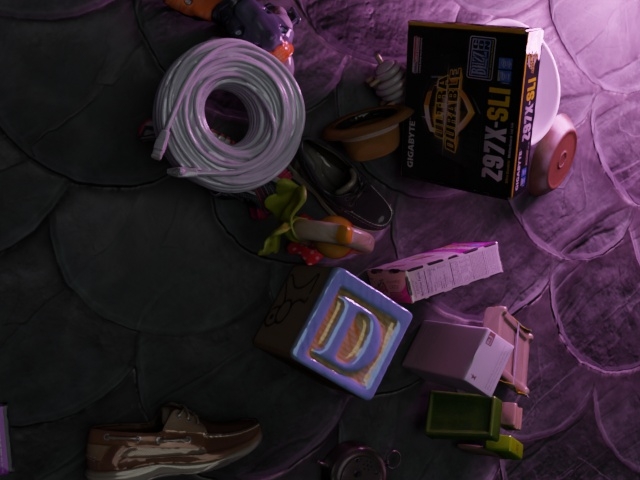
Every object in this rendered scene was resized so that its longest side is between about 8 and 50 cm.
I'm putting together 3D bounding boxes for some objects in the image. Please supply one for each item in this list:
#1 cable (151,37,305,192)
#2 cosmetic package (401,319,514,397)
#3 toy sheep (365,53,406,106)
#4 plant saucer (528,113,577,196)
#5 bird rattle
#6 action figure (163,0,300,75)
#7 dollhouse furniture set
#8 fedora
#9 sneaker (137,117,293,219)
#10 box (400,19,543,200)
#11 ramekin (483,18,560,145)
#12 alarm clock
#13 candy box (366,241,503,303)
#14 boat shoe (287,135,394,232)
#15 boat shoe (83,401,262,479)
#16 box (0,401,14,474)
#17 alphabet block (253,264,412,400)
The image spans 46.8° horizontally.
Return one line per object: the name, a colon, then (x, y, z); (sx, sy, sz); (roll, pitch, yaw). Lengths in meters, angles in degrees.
cable: (-0.155, -0.208, 1.257); (0.257, 0.089, 0.257); (13, 83, -27)
cosmetic package: (0.276, 0.237, 1.512); (0.085, 0.231, 0.117); (34, 76, -21)
toy sheep: (0.148, -0.330, 1.539); (0.091, 0.091, 0.132); (-48, 122, -18)
plant saucer: (0.540, -0.190, 1.693); (0.198, 0.036, 0.199); (-33, 135, -40)
bird rattle: (0.000, 0.000, 1.368); (0.253, 0.206, 0.143); (38, 66, -58)
action figure: (-0.184, -0.379, 1.332); (0.330, 0.178, 0.341); (44, 74, -15)
dollhouse furniture set: (0.358, 0.311, 1.639); (0.197, 0.151, 0.302); (40, 54, -45)
fedora: (0.099, -0.209, 1.469); (0.194, 0.194, 0.079); (-25, 112, -24)
sneaker: (-0.194, -0.138, 1.355); (0.299, 0.121, 0.112); (25, 86, -21)
box: (0.289, -0.262, 1.458); (0.079, 0.257, 0.322); (-26, 124, -48)
ramekin: (0.375, -0.330, 1.619); (0.277, 0.135, 0.278); (0, 90, -26)
alarm clock: (0.088, 0.476, 1.517); (0.192, 0.064, 0.130); (-13, 95, -28)
candy box: (0.236, 0.064, 1.536); (0.233, 0.159, 0.071); (-15, 95, -24)
boat shoe: (0.042, -0.110, 1.480); (0.285, 0.092, 0.103); (39, 75, -19)
boat shoe: (-0.257, 0.352, 1.321); (0.324, 0.123, 0.117); (-6, 90, -27)
box: (-0.593, 0.337, 1.209); (0.162, 0.029, 0.116); (-5, 91, -27)
alphabet block: (0.019, 0.170, 1.411); (0.193, 0.197, 0.192); (35, 76, -21)
